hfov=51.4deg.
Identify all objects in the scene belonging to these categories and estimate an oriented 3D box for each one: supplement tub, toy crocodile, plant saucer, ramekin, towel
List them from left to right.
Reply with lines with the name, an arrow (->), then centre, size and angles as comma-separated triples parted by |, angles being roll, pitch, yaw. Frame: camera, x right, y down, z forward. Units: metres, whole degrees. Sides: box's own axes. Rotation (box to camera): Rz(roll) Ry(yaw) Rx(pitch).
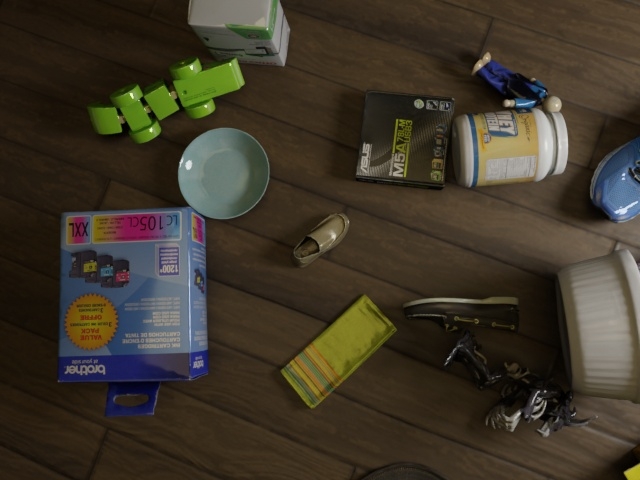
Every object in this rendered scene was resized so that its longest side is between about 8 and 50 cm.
toy crocodile -> -0.327, -0.304, 1.404 | 0.340, 0.105, 0.115 | -23, 123, 1
plant saucer -> -0.201, -0.138, 1.400 | 0.194, 0.037, 0.195 | -1, 83, 6
towel -> 0.036, 0.224, 1.343 | 0.237, 0.021, 0.102 | -43, 82, -1
supplement tub -> 0.365, -0.182, 1.302 | 0.199, 0.144, 0.144 | -5, 83, 4
ramekin -> 0.502, 0.158, 1.196 | 0.127, 0.273, 0.273 | -7, 82, 15

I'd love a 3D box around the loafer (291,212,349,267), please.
loafer -> 0.000, 0.000, 1.358 | 0.148, 0.050, 0.056 | -45, 82, -1

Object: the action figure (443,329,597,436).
action figure -> 0.360, 0.293, 1.243 | 0.275, 0.164, 0.141 | 33, 75, 17

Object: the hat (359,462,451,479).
hat -> 0.169, 0.596, 1.231 | 0.331, 0.134, 0.332 | -1, 84, 5

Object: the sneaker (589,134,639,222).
sneaker -> 0.654, -0.171, 1.275 | 0.130, 0.147, 0.330 | 43, 89, 8

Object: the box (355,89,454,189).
box -> 0.173, -0.208, 1.372 | 0.184, 0.045, 0.191 | 8, 83, 4

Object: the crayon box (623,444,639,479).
crayon box -> 0.736, 0.425, 1.227 | 0.318, 0.081, 0.202 | -30, 81, 0

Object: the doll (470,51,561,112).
doll -> 0.398, -0.307, 1.344 | 0.189, 0.046, 0.129 | 34, 52, 14

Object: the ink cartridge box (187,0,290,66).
ink cartridge box -> -0.157, -0.432, 1.342 | 0.160, 0.219, 0.093 | 6, 87, 6

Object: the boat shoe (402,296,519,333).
boat shoe -> 0.275, 0.148, 1.301 | 0.227, 0.081, 0.069 | -1, 79, 2

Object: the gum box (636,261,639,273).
gum box -> 0.699, 0.115, 1.277 | 0.107, 0.062, 0.188 | -17, 82, 3

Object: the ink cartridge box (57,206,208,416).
ink cartridge box -> -0.367, 0.142, 1.327 | 0.269, 0.151, 0.396 | -3, 84, 5
